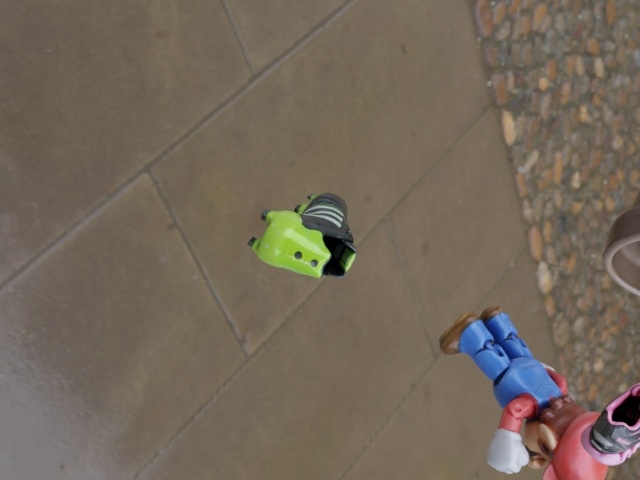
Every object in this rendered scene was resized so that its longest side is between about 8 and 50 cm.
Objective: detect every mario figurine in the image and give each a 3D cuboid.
[{"bbox_3d":[0.310,0.265,1.363,0.198,0.320,0.170,-30,149,-9],"label":"mario figurine"}]

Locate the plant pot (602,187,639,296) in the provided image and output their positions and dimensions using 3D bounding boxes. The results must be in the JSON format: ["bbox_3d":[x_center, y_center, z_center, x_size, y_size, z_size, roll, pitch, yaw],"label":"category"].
[{"bbox_3d":[0.563,-0.047,1.282,0.263,0.263,0.229,41,57,-45],"label":"plant pot"}]

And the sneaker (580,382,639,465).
[{"bbox_3d":[0.264,0.134,0.712,0.119,0.047,0.057,-28,139,-29],"label":"sneaker"}]

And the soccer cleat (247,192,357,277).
[{"bbox_3d":[0.000,0.000,0.732,0.060,0.072,0.179,-64,169,15],"label":"soccer cleat"}]
